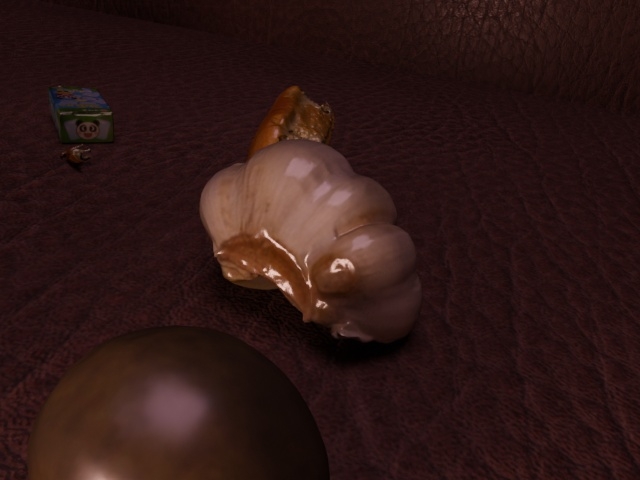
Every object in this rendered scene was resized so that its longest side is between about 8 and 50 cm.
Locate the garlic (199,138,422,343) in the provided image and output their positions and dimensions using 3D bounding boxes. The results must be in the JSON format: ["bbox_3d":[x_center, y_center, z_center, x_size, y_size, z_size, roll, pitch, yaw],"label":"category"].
[{"bbox_3d":[-0.001,-0.017,0.681,0.281,0.185,0.203,19,12,22],"label":"garlic"}]

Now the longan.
[{"bbox_3d":[-0.082,0.139,0.379,0.184,0.159,0.204,30,-9,8],"label":"longan"}]

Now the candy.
[{"bbox_3d":[-0.470,-0.249,1.153,0.097,0.062,0.194,-5,29,-28],"label":"candy"}]

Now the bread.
[{"bbox_3d":[-0.049,-0.126,0.898,0.121,0.174,0.245,14,34,2],"label":"bread"}]

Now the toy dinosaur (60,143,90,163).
[{"bbox_3d":[-0.404,-0.142,0.992,0.041,0.026,0.113,-23,30,-36],"label":"toy dinosaur"}]
